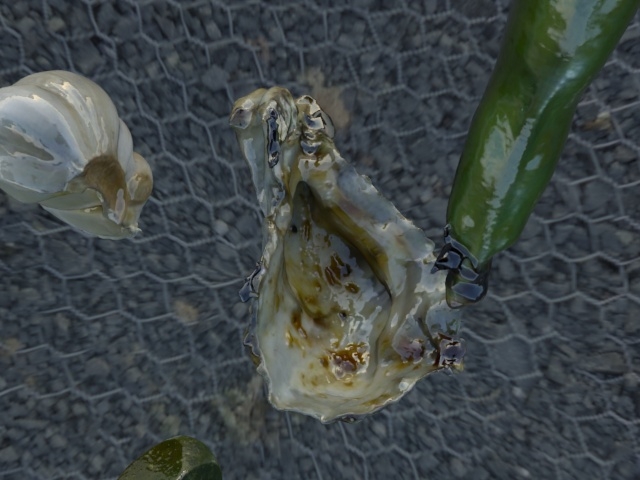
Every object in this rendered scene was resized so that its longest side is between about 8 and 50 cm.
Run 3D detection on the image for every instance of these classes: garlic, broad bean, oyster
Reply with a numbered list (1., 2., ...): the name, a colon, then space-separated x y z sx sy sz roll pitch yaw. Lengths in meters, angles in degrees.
1. garlic: -0.345 -0.124 1.508 0.203 0.281 0.185 8 78 26
2. broad bean: 0.089 -0.091 0.367 0.043 0.297 0.060 19 45 1
3. oyster: -0.008 0.002 1.006 0.197 0.133 0.337 -10 69 -29

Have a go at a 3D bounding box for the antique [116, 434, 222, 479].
1. antique: -0.197 0.312 1.266 0.081 0.221 0.080 6 132 31
